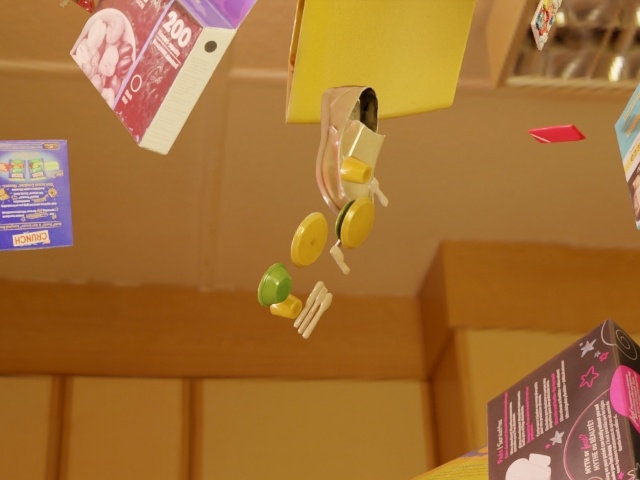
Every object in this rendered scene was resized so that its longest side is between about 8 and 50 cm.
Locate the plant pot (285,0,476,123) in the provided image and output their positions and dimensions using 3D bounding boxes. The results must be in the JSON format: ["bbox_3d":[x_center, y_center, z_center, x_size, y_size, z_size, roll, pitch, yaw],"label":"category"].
[{"bbox_3d":[0.068,-0.254,1.415,0.187,0.212,0.212,8,-62,-5],"label":"plant pot"}]

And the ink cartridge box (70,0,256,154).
[{"bbox_3d":[-0.176,-0.235,1.356,0.045,0.206,0.208,15,-65,-44],"label":"ink cartridge box"}]

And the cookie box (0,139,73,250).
[{"bbox_3d":[-0.296,-0.044,1.222,0.092,0.107,0.040,-4,2,-34],"label":"cookie box"}]

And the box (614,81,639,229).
[{"bbox_3d":[0.447,-0.114,1.622,0.060,0.244,0.100,18,-54,-8],"label":"box"}]

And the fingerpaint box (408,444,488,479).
[{"bbox_3d":[0.273,0.346,1.460,0.371,0.163,0.445,-15,-2,-40],"label":"fingerpaint box"}]

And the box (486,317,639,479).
[{"bbox_3d":[0.230,0.215,0.954,0.163,0.247,0.142,41,-60,-19],"label":"box"}]

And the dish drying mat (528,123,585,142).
[{"bbox_3d":[0.319,-0.143,1.674,0.032,0.008,0.083,40,-20,-27],"label":"dish drying mat"}]

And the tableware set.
[{"bbox_3d":[0.000,0.000,1.033,0.024,0.154,0.104,23,-17,29],"label":"tableware set"}]

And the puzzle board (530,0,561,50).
[{"bbox_3d":[0.360,-0.363,1.956,0.011,0.096,0.128,22,-3,17],"label":"puzzle board"}]

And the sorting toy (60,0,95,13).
[{"bbox_3d":[-0.355,-0.353,1.576,0.132,0.046,0.274,35,-12,-2],"label":"sorting toy"}]

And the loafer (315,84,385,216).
[{"bbox_3d":[0.029,-0.084,1.131,0.050,0.148,0.056,-25,-33,36],"label":"loafer"}]
